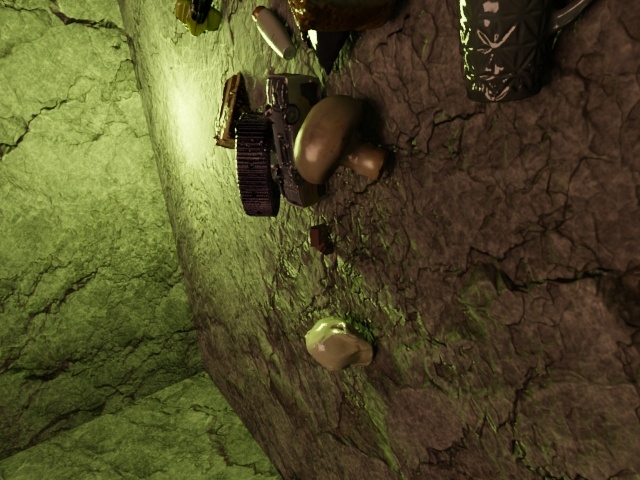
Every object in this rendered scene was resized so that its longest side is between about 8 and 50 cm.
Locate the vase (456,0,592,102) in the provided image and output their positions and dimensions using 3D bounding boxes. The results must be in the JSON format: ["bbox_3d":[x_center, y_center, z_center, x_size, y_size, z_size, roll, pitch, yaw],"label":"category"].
[{"bbox_3d":[0.258,-0.345,0.598,0.251,0.156,0.300,8,122,30],"label":"vase"}]

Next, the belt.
[{"bbox_3d":[-0.171,-0.215,1.322,0.260,0.122,0.324,-87,-4,-46],"label":"belt"}]

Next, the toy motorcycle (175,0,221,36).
[{"bbox_3d":[-0.357,-0.783,1.383,0.342,0.142,0.205,133,153,-58],"label":"toy motorcycle"}]

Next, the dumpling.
[{"bbox_3d":[0.057,0.314,1.323,0.193,0.147,0.258,41,145,-9],"label":"dumpling"}]

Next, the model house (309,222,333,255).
[{"bbox_3d":[0.000,0.000,1.303,0.057,0.058,0.083,36,135,46],"label":"model house"}]

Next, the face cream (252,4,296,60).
[{"bbox_3d":[-0.123,-0.552,1.200,0.182,0.051,0.072,59,152,23],"label":"face cream"}]

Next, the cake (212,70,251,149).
[{"bbox_3d":[-0.266,-0.426,1.532,0.112,0.135,0.245,-6,72,49],"label":"cake"}]

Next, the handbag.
[{"bbox_3d":[-0.014,-0.511,0.973,0.211,0.089,0.254,146,101,-80],"label":"handbag"}]

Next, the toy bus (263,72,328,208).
[{"bbox_3d":[-0.055,-0.254,1.168,0.097,0.138,0.342,26,129,45],"label":"toy bus"}]

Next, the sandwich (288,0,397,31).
[{"bbox_3d":[0.013,-0.503,0.818,0.087,0.226,0.251,-31,78,64],"label":"sandwich"}]

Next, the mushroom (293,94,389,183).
[{"bbox_3d":[0.045,-0.222,1.008,0.206,0.209,0.206,180,90,-85],"label":"mushroom"}]
